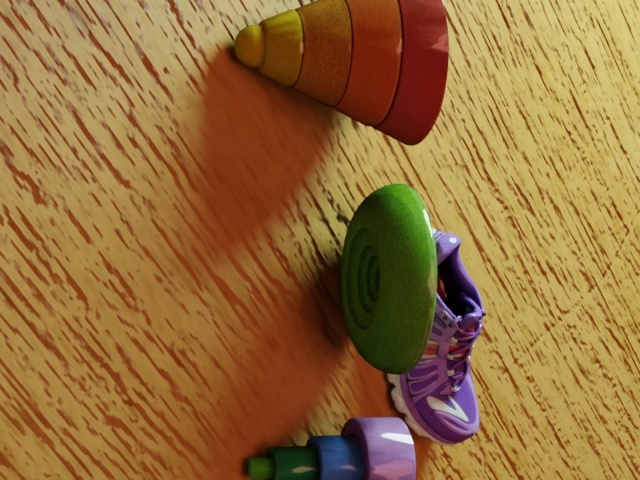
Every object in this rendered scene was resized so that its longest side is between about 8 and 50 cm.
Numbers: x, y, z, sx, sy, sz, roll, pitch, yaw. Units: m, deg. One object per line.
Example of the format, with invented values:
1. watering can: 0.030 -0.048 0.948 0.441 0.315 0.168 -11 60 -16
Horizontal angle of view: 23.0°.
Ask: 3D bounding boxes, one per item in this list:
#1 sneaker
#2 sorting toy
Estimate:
1. sneaker: 0.087 0.071 1.121 0.068 0.071 0.170 -32 116 -42
2. sorting toy: 0.000 0.000 1.025 0.126 0.127 0.365 1 95 -18
